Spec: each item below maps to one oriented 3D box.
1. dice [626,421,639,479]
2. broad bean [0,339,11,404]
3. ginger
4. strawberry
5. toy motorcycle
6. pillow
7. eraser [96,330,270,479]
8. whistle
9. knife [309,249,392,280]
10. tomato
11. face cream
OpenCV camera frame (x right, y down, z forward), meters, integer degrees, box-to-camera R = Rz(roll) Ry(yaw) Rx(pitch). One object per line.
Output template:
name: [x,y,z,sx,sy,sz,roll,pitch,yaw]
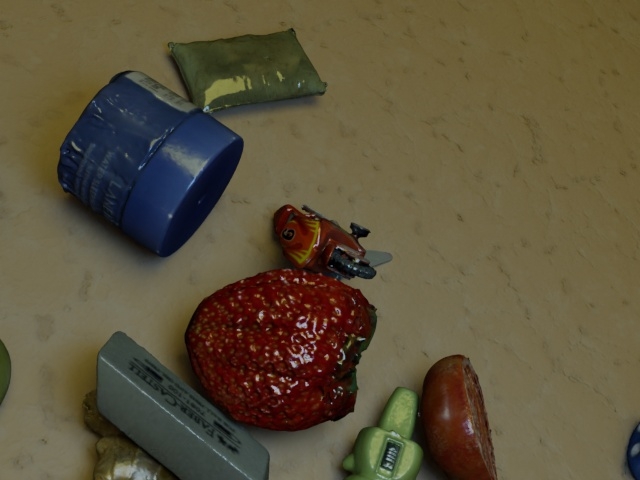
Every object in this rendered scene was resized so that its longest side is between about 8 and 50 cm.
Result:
dice: [0.678,0.402,1.533,0.146,0.146,0.143,37,55,0]
broad bean: [-0.562,0.213,1.141,0.189,0.121,0.263,40,38,10]
ginger: [-0.240,0.355,1.201,0.334,0.081,0.148,43,15,-2]
strawberry: [-0.067,0.159,1.294,0.289,0.238,0.250,17,15,-6]
toy motorcycle: [0.001,0.002,1.426,0.171,0.298,0.089,16,98,-13]
pillow: [-0.145,-0.355,1.688,0.303,0.075,0.184,-15,66,-27]
eraser: [-0.197,0.282,1.207,0.352,0.077,0.111,41,10,-6]
whistle: [0.100,0.369,1.321,0.131,0.106,0.288,21,56,4]
knife: [0.041,0.052,1.548,0.244,0.032,0.058,-23,63,-38]
tomato: [0.230,0.315,1.375,0.095,0.237,0.236,-17,60,16]
face cream: [-0.287,-0.130,1.380,0.225,0.249,0.249,33,53,5]
